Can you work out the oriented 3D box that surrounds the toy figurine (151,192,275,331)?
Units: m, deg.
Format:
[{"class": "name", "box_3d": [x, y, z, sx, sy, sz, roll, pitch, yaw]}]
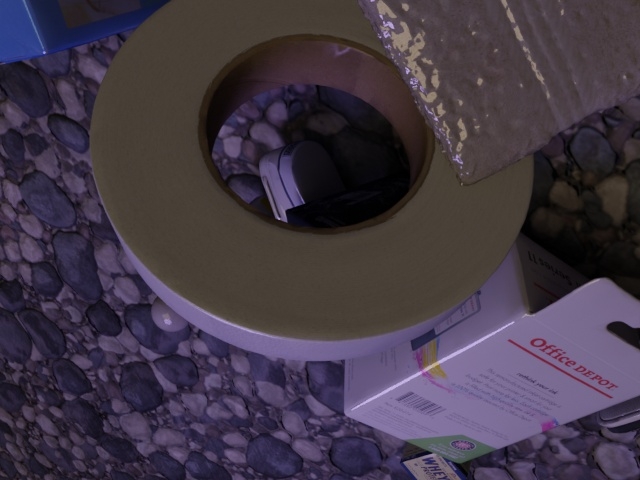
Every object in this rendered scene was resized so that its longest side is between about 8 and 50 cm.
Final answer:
[{"class": "toy figurine", "box_3d": [-0.141, 0.033, 0.836, 0.209, 0.148, 0.213, 10, 123, 22]}]

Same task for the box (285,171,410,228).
[{"class": "box", "box_3d": [0.064, -0.005, 0.659, 0.156, 0.158, 0.093, -149, 41, -68]}]

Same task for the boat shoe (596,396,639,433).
[{"class": "boat shoe", "box_3d": [0.421, 0.170, 0.672, 0.079, 0.084, 0.233, 46, 126, -4]}]

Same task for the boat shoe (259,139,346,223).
[{"class": "boat shoe", "box_3d": [0.000, 0.000, 0.781, 0.088, 0.096, 0.267, -1, 126, 46]}]

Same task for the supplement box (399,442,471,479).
[{"class": "supplement box", "box_3d": [0.174, 0.305, 0.881, 0.083, 0.083, 0.056, -34, 100, 37]}]

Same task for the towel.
[{"class": "towel", "box_3d": [0.123, -0.197, 0.451, 0.187, 0.049, 0.282, -29, 107, 12]}]

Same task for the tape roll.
[{"class": "tape roll", "box_3d": [-0.003, -0.087, 0.553, 0.392, 0.392, 0.072, 31, 156, 7]}]

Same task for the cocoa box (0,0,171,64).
[{"class": "cocoa box", "box_3d": [-0.347, -0.378, 0.636, 0.228, 0.231, 0.347, 1, 119, 26]}]

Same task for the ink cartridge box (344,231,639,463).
[{"class": "ink cartridge box", "box_3d": [0.212, 0.121, 0.687, 0.207, 0.119, 0.353, 30, 133, -24]}]
